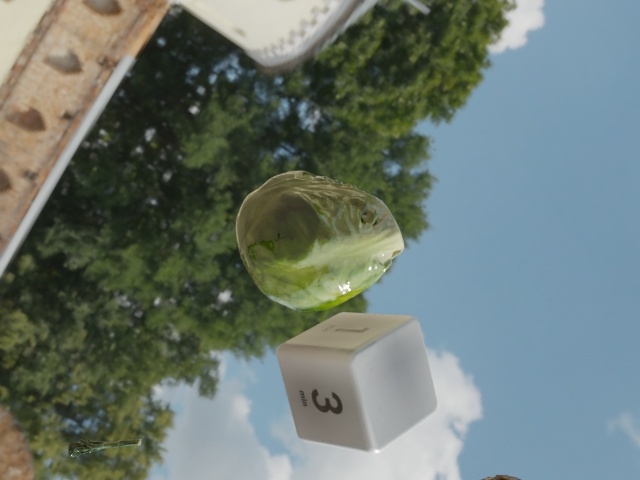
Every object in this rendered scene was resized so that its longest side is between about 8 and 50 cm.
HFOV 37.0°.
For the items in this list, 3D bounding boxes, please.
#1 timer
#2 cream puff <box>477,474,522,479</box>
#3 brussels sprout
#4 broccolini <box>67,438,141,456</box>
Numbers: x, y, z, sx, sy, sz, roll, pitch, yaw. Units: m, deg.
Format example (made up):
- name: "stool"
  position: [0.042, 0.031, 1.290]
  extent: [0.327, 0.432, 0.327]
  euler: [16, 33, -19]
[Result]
- name: "timer"
  position: [0.067, 0.249, 1.716]
  extent: [0.195, 0.192, 0.194]
  euler: [-2, -164, 45]
- name: "cream puff"
  position: [0.242, 0.380, 1.324]
  extent: [0.144, 0.103, 0.126]
  euler: [-19, -177, -21]
- name: "brussels sprout"
  position: [0.000, 0.000, 1.574]
  extent: [0.219, 0.271, 0.210]
  euler: [-109, -169, -53]
- name: "broccolini"
  position: [-0.406, 0.390, 1.803]
  extent: [0.030, 0.140, 0.035]
  euler: [-95, 180, -60]
